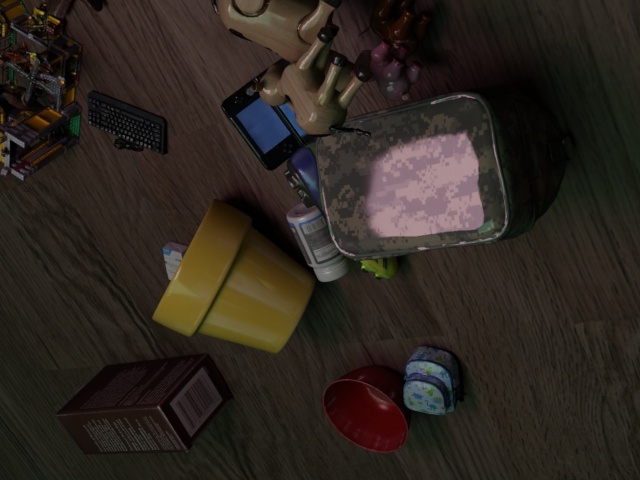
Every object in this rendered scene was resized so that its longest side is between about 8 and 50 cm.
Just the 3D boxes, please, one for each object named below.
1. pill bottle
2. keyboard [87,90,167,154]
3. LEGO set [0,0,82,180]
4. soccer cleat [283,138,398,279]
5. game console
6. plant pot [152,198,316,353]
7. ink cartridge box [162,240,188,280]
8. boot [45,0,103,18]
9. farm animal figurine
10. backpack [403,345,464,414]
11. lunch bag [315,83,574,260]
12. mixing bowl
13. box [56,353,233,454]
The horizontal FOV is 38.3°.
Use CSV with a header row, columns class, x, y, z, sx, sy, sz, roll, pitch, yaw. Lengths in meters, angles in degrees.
class,x,y,z,sx,sy,sz,roll,pitch,yaw
pill bottle,0.000,0.000,1.636,0.078,0.078,0.137,-5,119,37
keyboard,-0.373,-0.213,1.771,0.180,0.023,0.108,23,133,19
LEGO set,-0.591,-0.278,1.748,0.255,0.192,0.331,37,135,6
soccer cleat,0.060,-0.052,1.549,0.121,0.093,0.289,-39,113,4
game console,-0.070,-0.208,1.526,0.144,0.124,0.085,54,161,-11
plant pot,-0.149,0.087,1.703,0.239,0.254,0.254,28,136,-7
ink cartridge box,-0.294,0.047,1.907,0.048,0.028,0.083,16,130,25
boot,-0.445,-0.423,1.649,0.114,0.037,0.106,-37,85,42
farm animal figurine,-0.015,-0.266,1.257,0.327,0.330,0.172,38,125,6
backpack,0.203,0.259,1.689,0.105,0.084,0.114,7,122,26
lunch bag,0.177,-0.097,1.320,0.305,0.256,0.212,-10,91,37
mixing bowl,0.106,0.309,1.782,0.181,0.098,0.181,19,132,22
box,-0.410,0.383,2.126,0.381,0.191,0.143,-10,116,39
